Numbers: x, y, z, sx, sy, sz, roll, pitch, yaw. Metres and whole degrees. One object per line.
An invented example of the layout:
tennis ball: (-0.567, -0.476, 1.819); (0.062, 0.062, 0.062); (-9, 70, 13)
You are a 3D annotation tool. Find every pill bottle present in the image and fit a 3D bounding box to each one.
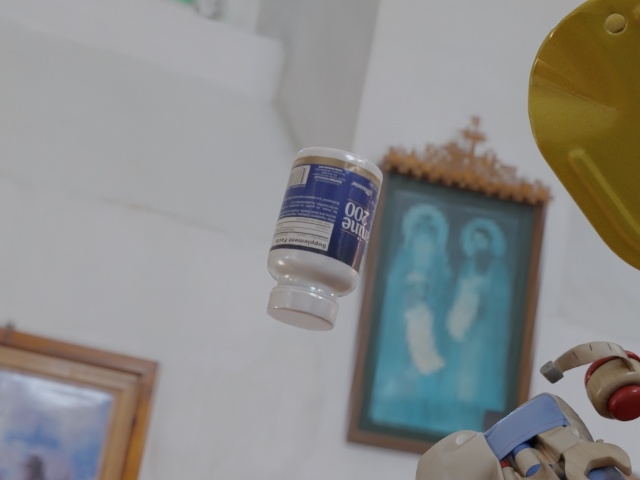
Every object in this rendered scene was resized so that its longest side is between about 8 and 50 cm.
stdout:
pill bottle: (0.000, 0.000, 1.096); (0.067, 0.120, 0.067); (13, -17, 4)

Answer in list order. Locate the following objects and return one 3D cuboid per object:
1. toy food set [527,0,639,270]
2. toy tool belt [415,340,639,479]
toy food set: (0.211, -0.049, 0.897); (0.128, 0.218, 0.071); (-34, 5, 15)
toy tool belt: (0.071, 0.074, 0.459); (0.083, 0.051, 0.052); (-37, -51, 10)
